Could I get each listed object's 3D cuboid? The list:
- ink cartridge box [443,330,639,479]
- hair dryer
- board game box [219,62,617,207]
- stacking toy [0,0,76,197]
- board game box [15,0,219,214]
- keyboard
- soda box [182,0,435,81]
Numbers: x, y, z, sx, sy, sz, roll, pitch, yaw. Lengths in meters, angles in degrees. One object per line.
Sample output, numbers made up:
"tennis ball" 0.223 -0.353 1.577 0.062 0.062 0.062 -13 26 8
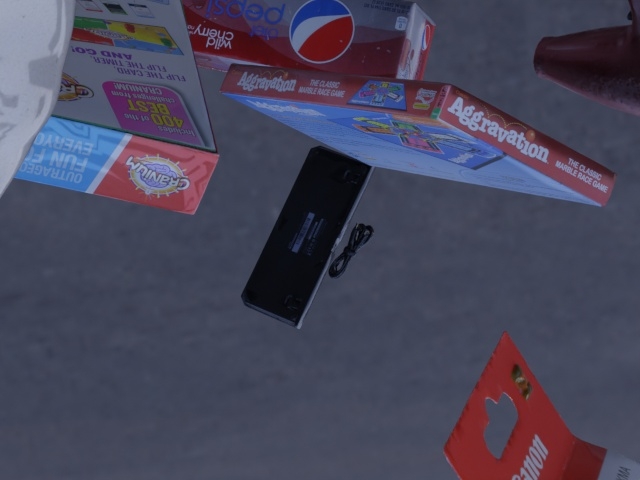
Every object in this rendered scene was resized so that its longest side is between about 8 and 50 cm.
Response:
"ink cartridge box" 0.166 0.169 1.059 0.066 0.232 0.189 -24 -171 21
"hair dryer" 0.269 -0.193 1.511 0.080 0.223 0.293 -36 176 -37
"board game box" 0.058 -0.075 1.288 0.145 0.027 0.281 23 175 -31
"stacking toy" -0.423 -0.180 1.184 0.350 0.480 0.350 -48 159 -26
"board game box" -0.227 -0.159 1.614 0.242 0.316 0.064 12 123 -20
"keyboard" 0.000 0.000 1.903 0.108 0.180 0.023 21 174 35
"soda box" -0.028 -0.202 1.868 0.263 0.092 0.083 13 176 20
